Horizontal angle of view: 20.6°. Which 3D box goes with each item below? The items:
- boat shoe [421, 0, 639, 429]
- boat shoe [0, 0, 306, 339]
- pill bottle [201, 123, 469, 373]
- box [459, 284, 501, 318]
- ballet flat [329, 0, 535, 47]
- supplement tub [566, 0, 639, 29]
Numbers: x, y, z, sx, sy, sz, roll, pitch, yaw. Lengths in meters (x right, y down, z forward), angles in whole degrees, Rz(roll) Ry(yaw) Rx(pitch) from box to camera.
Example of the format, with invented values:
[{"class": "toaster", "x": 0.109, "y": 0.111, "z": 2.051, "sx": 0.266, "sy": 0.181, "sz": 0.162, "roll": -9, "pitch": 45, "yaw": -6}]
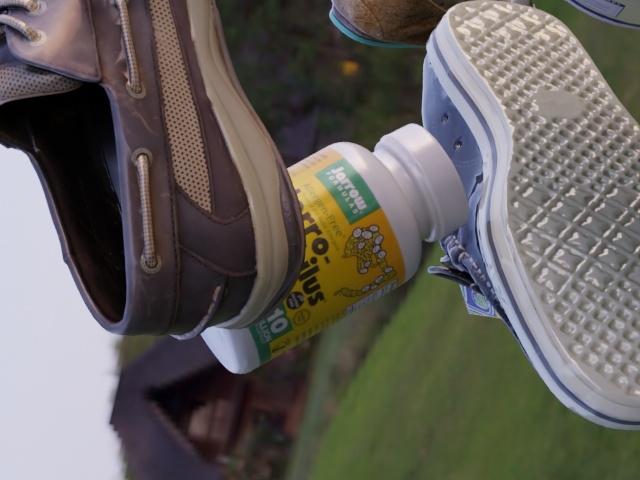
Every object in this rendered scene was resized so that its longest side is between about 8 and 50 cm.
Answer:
[{"class": "boat shoe", "x": 0.184, "y": -0.011, "z": 1.412, "sx": 0.500, "sy": 0.187, "sz": 0.156, "roll": -107, "pitch": 25, "yaw": -52}, {"class": "boat shoe", "x": -0.133, "y": -0.107, "z": 0.998, "sx": 0.130, "sy": 0.355, "sz": 0.132, "roll": -17, "pitch": -15, "yaw": -43}, {"class": "pill bottle", "x": 0.000, "y": 0.000, "z": 1.292, "sx": 0.117, "sy": 0.208, "sz": 0.117, "roll": 56, "pitch": 165, "yaw": 22}, {"class": "box", "x": 0.207, "y": 0.042, "z": 1.664, "sx": 0.059, "sy": 0.169, "sz": 0.054, "roll": -33, "pitch": -68, "yaw": -30}, {"class": "ballet flat", "x": 0.153, "y": -0.263, "z": 1.906, "sx": 0.342, "sy": 0.116, "sz": 0.124, "roll": 5, "pitch": -53, "yaw": -45}, {"class": "supplement tub", "x": 0.244, "y": -0.274, "z": 1.175, "sx": 0.325, "sy": 0.235, "sz": 0.235, "roll": 10, "pitch": -88, "yaw": -87}]
